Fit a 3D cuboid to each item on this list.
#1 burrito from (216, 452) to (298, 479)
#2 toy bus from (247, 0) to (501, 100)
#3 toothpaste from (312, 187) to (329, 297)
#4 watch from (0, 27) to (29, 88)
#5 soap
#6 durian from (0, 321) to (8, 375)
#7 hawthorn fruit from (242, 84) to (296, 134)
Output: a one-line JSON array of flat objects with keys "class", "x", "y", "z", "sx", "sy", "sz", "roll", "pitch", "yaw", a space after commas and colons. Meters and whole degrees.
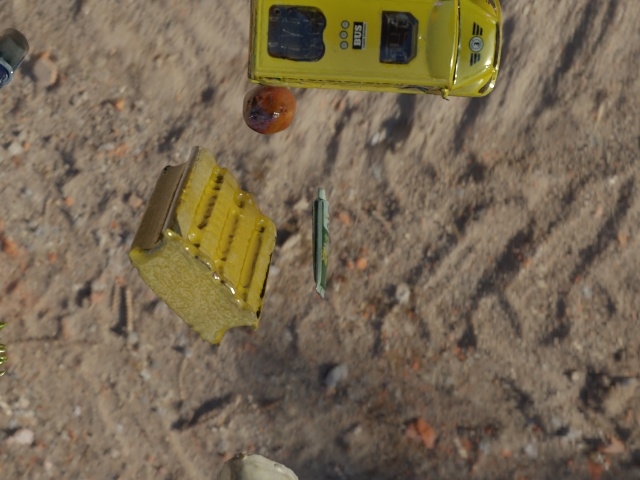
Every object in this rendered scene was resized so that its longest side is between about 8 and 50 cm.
[{"class": "burrito", "x": -0.058, "y": 0.379, "z": 1.090, "sx": 0.105, "sy": 0.299, "sz": 0.143, "roll": 14, "pitch": 133, "yaw": -25}, {"class": "toy bus", "x": 0.074, "y": -0.255, "z": 1.350, "sx": 0.331, "sy": 0.151, "sz": 0.145, "roll": 2, "pitch": 98, "yaw": -4}, {"class": "toothpaste", "x": 0.000, "y": 0.000, "z": 1.895, "sx": 0.031, "sy": 0.204, "sz": 0.049, "roll": -6, "pitch": 158, "yaw": 14}, {"class": "watch", "x": -0.580, "y": -0.268, "z": 1.809, "sx": 0.068, "sy": 0.193, "sz": 0.206, "roll": 40, "pitch": 137, "yaw": -18}, {"class": "soap", "x": -0.236, "y": 0.006, "z": 2.223, "sx": 0.156, "sy": 0.335, "sz": 0.293, "roll": -30, "pitch": 120, "yaw": 27}, {"class": "durian", "x": -0.423, "y": 0.069, "z": 1.026, "sx": 0.394, "sy": 0.198, "sz": 0.163, "roll": 14, "pitch": 123, "yaw": 50}, {"class": "hawthorn fruit", "x": -0.078, "y": -0.190, "z": 1.546, "sx": 0.081, "sy": 0.093, "sz": 0.081, "roll": 2, "pitch": 111, "yaw": 5}]
